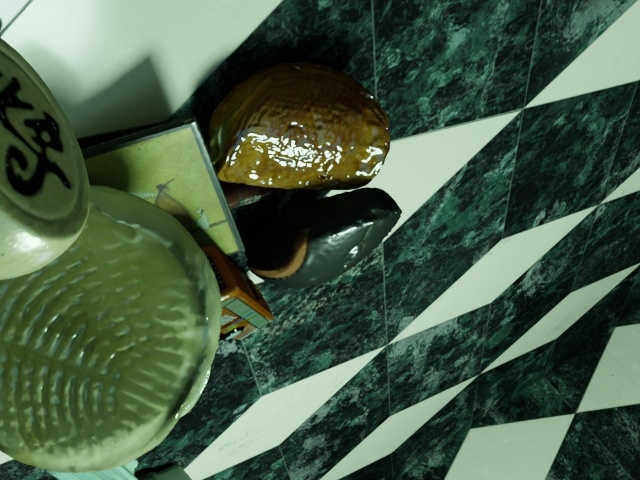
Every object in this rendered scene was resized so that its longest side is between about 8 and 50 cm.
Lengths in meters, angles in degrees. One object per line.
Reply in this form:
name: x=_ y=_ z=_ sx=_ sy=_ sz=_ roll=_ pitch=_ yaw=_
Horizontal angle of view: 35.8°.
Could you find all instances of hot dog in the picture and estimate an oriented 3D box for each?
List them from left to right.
hot dog: x=-0.040 y=-0.147 z=1.386 sx=0.272 sy=0.122 sz=0.196 roll=2 pitch=135 yaw=-30

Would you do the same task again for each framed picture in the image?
framed picture: x=-0.252 y=-0.031 z=1.338 sx=0.255 sy=0.014 sz=0.339 roll=-18 pitch=150 yaw=-3

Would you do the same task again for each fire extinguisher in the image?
fire extinguisher: x=-0.118 y=-0.074 z=1.485 sx=0.158 sy=0.043 sz=0.064 roll=-18 pitch=-171 yaw=-34

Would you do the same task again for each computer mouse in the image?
computer mouse: x=0.001 y=0.005 z=1.550 sx=0.183 sy=0.116 sz=0.323 roll=-17 pitch=176 yaw=-31

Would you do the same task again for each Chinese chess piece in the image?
Chinese chess piece: x=-0.334 y=-0.086 z=0.962 sx=0.104 sy=0.257 sz=0.257 roll=-24 pitch=157 yaw=15

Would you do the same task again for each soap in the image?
soap: x=-0.414 y=0.410 z=1.814 sx=0.114 sy=0.063 sz=0.198 roll=-12 pitch=152 yaw=1

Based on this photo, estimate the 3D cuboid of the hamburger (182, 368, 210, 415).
hamburger: x=-0.237 y=0.201 z=1.494 sx=0.140 sy=0.062 sz=0.133 roll=27 pitch=90 yaw=-41

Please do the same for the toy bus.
toy bus: x=-0.152 y=0.090 z=1.536 sx=0.092 sy=0.093 sz=0.409 roll=-30 pitch=169 yaw=-1

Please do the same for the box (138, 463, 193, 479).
box: x=-0.353 y=0.590 z=2.121 sx=0.129 sy=0.148 sz=0.210 roll=-17 pitch=148 yaw=-56

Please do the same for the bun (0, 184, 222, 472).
bun: x=-0.299 y=0.099 z=1.259 sx=0.364 sy=0.364 sz=0.202 roll=-41 pitch=-169 yaw=6
